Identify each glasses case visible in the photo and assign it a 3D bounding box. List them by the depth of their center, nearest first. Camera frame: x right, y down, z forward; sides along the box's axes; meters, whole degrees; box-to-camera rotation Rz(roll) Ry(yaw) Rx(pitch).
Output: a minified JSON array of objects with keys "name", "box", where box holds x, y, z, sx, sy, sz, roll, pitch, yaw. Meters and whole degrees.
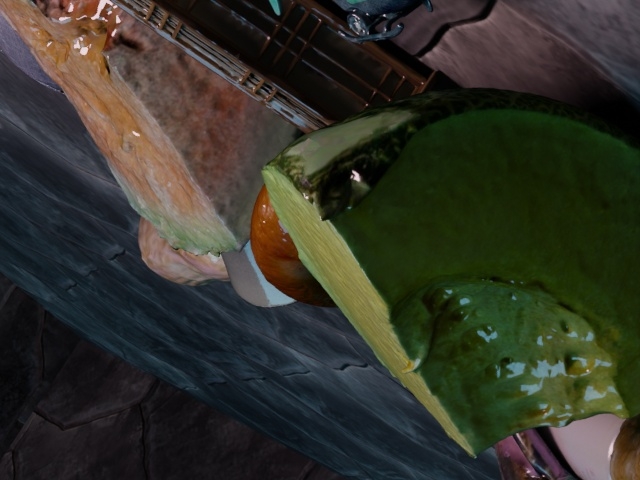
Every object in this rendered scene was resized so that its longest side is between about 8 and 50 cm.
[{"name":"glasses case","box":[-0.281,-0.214,1.831,0.109,0.067,0.282,28,165,7]}]

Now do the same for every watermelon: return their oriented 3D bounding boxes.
[{"name":"watermelon","box":[-0.130,-0.146,1.605,0.302,0.151,0.264,58,161,-23]}]

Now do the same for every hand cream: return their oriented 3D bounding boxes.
[{"name":"hand cream","box":[0.281,0.205,1.986,0.185,0.118,0.359,44,169,-18]}]

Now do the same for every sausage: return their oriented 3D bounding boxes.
[{"name":"sausage","box":[-0.004,0.003,1.552,0.076,0.103,0.302,47,179,16]}]

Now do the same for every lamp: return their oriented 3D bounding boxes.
[{"name":"lamp","box":[-0.070,-0.175,1.417,0.325,0.089,0.090,35,168,-6]}]

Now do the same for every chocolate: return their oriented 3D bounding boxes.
[{"name":"chocolate","box":[-0.126,-0.012,2.071,0.134,0.134,0.309,36,169,-16]}]

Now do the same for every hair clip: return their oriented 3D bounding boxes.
[{"name":"hair clip","box":[0.178,0.181,1.984,0.110,0.095,0.358,17,-144,-47]}]

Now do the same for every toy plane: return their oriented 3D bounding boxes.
[{"name":"toy plane","box":[0.017,-0.185,1.230,0.096,0.060,0.235,59,156,-18]}]

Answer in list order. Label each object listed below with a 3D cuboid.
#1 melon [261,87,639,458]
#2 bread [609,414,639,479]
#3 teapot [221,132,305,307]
[{"name":"melon","box":[0.112,0.009,1.318,0.331,0.226,0.343,-2,137,31]},{"name":"bread","box":[0.354,0.159,1.420,0.176,0.195,0.246,41,168,-9]},{"name":"teapot","box":[-0.041,-0.047,1.747,0.239,0.162,0.149,-9,131,33]}]
